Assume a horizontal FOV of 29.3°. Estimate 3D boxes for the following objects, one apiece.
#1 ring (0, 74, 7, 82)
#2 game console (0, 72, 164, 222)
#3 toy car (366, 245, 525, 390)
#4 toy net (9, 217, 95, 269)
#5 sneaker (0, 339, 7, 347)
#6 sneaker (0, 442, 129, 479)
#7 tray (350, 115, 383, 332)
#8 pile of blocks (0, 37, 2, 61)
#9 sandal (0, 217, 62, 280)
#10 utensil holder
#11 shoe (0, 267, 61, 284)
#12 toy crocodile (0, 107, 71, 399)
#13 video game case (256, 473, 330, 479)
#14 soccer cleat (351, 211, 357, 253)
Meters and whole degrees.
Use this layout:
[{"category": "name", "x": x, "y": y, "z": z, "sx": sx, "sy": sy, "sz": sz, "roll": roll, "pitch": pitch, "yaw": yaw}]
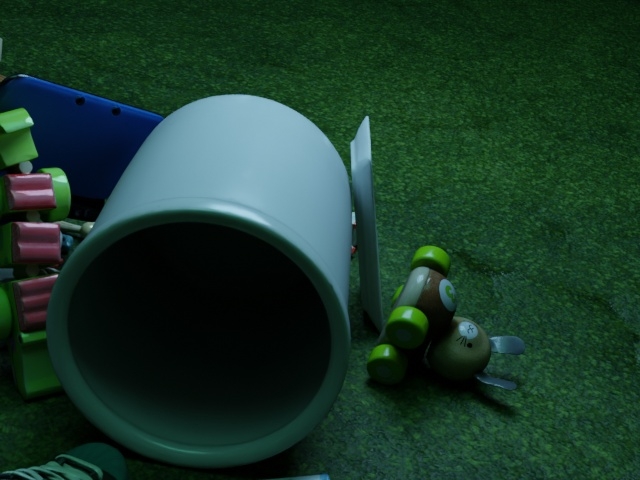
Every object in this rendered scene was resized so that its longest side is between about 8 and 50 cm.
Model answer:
[{"category": "ring", "x": -0.653, "y": -0.225, "z": 2.047, "sx": 0.336, "sy": 0.032, "sz": 0.336, "roll": 8, "pitch": 28, "yaw": -4}, {"category": "game console", "x": -0.399, "y": -0.130, "z": 1.605, "sx": 0.250, "sy": 0.173, "sz": 0.293, "roll": 17, "pitch": 2, "yaw": 33}, {"category": "toy car", "x": 0.178, "y": 0.126, "z": 1.593, "sx": 0.188, "sy": 0.149, "sz": 0.155, "roll": 25, "pitch": 42, "yaw": 2}, {"category": "toy net", "x": -0.356, "y": -0.009, "z": 1.739, "sx": 0.232, "sy": 0.045, "sz": 0.122, "roll": -5, "pitch": 31, "yaw": -26}, {"category": "sneaker", "x": -0.377, "y": 0.098, "z": 1.526, "sx": 0.152, "sy": 0.061, "sz": 0.054, "roll": -2, "pitch": 33, "yaw": -20}, {"category": "sneaker", "x": -0.275, "y": 0.269, "z": 1.186, "sx": 0.108, "sy": 0.121, "sz": 0.302, "roll": 19, "pitch": 30, "yaw": 15}, {"category": "tray", "x": 0.063, "y": -0.020, "z": 1.676, "sx": 0.030, "sy": 0.270, "sz": 0.145, "roll": -4, "pitch": 29, "yaw": 2}, {"category": "pile of blocks", "x": -0.710, "y": -0.299, "z": 1.995, "sx": 0.362, "sy": 0.113, "sz": 0.149, "roll": 2, "pitch": -13, "yaw": -10}, {"category": "sandal", "x": -0.545, "y": -0.019, "z": 1.571, "sx": 0.416, "sy": 0.102, "sz": 0.169, "roll": 2, "pitch": 29, "yaw": -2}, {"category": "utensil holder", "x": -0.120, "y": 0.026, "z": 1.469, "sx": 0.327, "sy": 0.328, "sz": 0.385, "roll": 10, "pitch": 27, "yaw": -1}, {"category": "shoe", "x": -0.349, "y": 0.060, "z": 1.602, "sx": 0.219, "sy": 0.058, "sz": 0.076, "roll": 18, "pitch": 29, "yaw": 14}, {"category": "toy crocodile", "x": -0.345, "y": 0.016, "z": 1.442, "sx": 0.115, "sy": 0.341, "sz": 0.105, "roll": -5, "pitch": -2, "yaw": -34}, {"category": "video game case", "x": -0.053, "y": 0.301, "z": 1.313, "sx": 0.166, "sy": 0.015, "sz": 0.119, "roll": -1, "pitch": 30, "yaw": -20}, {"category": "soccer cleat", "x": 0.000, "y": 0.000, "z": 1.824, "sx": 0.076, "sy": 0.068, "sz": 0.196, "roll": 22, "pitch": 33, "yaw": 26}]
